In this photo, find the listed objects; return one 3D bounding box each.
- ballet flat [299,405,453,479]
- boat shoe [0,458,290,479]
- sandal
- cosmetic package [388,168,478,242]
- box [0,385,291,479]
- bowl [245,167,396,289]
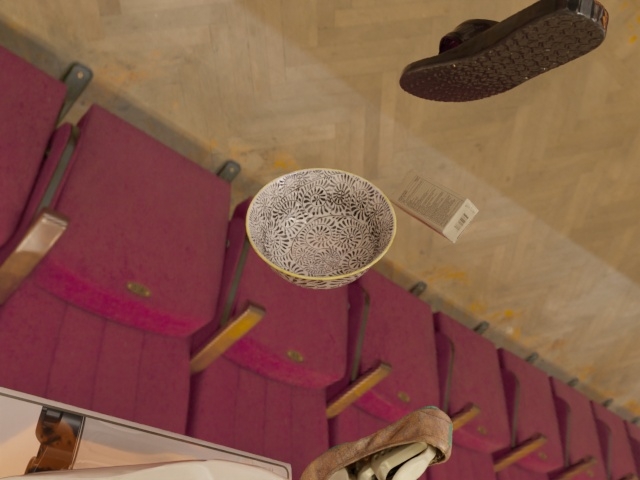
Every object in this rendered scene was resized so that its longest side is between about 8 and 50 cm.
[{"bbox_3d":[0.088,0.393,0.999,0.316,0.106,0.107,-37,115,18],"label":"ballet flat"},{"bbox_3d":[-0.089,0.151,0.310,0.184,0.066,0.063,-5,166,0],"label":"boat shoe"},{"bbox_3d":[0.331,-0.363,1.101,0.168,0.107,0.446,20,166,-31],"label":"sandal"},{"bbox_3d":[0.160,-0.051,0.828,0.060,0.115,0.041,-53,136,3],"label":"cosmetic package"},{"bbox_3d":[-0.160,0.232,0.435,0.290,0.169,0.087,27,127,-27],"label":"box"},{"bbox_3d":[0.000,0.000,0.681,0.170,0.170,0.080,-8,141,-8],"label":"bowl"}]
